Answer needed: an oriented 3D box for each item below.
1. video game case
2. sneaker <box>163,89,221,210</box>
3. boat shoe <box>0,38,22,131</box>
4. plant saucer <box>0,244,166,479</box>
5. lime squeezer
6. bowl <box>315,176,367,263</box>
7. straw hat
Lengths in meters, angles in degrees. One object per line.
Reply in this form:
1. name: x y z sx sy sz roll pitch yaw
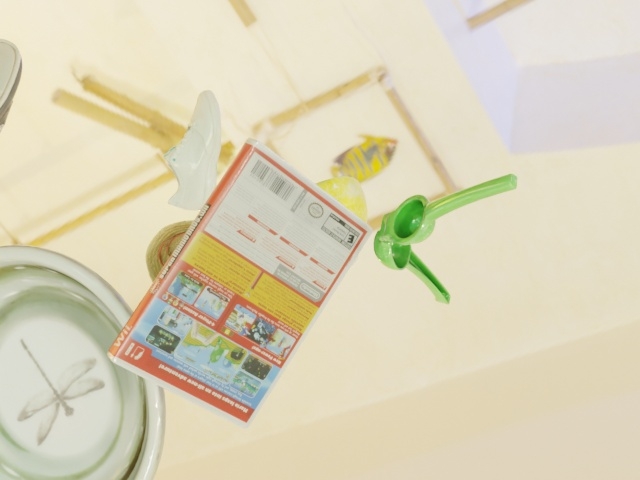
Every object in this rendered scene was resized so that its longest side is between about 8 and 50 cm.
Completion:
1. video game case: -0.083 0.055 1.032 0.285 0.204 0.025 -57 -145 -5
2. sneaker: -0.224 -0.158 1.566 0.094 0.212 0.080 3 -177 -15
3. boat shoe: -0.598 -0.181 1.509 0.095 0.112 0.335 104 12 -79
4. plant saucer: -0.365 0.200 1.200 0.400 0.400 0.100 -26 178 20
5. lime squeezer: 0.113 0.001 0.962 0.059 0.110 0.310 -58 171 -24
6. bowl: 0.000 0.000 2.063 0.289 0.156 0.289 -27 162 -9
7. straw hat: -0.134 0.022 1.094 0.144 0.144 0.061 -27 -158 18
